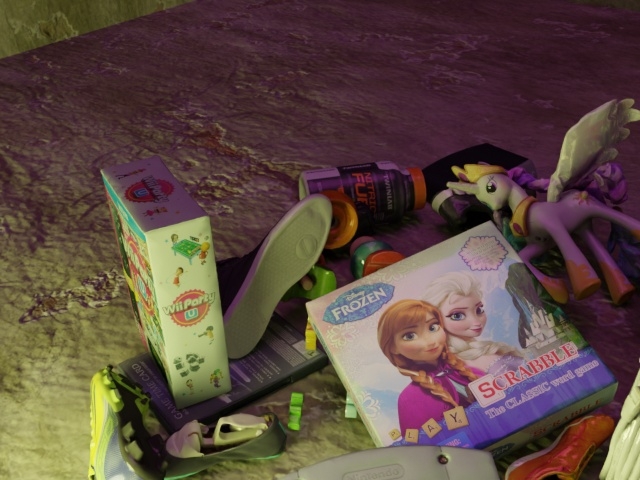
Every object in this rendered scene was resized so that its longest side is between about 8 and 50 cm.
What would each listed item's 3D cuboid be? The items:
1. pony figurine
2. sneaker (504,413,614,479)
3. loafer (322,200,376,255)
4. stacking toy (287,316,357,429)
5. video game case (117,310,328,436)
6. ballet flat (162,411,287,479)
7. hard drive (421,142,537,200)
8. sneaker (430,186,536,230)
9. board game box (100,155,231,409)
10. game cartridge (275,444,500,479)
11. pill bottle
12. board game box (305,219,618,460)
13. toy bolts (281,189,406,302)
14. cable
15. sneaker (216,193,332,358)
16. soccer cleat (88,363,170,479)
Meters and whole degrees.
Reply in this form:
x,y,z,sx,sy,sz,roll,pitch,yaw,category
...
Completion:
x,y,z,sx,sy,sz,roll,pitch,yaw,category
0.452,-0.058,1.476,0.351,0.303,0.363,-19,52,-22,pony figurine
0.322,0.290,1.066,0.175,0.064,0.067,-32,38,-15,sneaker
0.000,0.000,1.565,0.223,0.078,0.076,-22,28,2,loafer
0.048,0.207,1.225,0.167,0.052,0.221,6,41,4,stacking toy
-0.154,0.196,1.296,0.274,0.026,0.196,-23,37,-29,video game case
-0.148,0.273,1.123,0.203,0.074,0.074,-8,31,-9,ballet flat
0.337,-0.142,1.795,0.254,0.054,0.172,-24,37,-32,hard drive
0.343,-0.060,1.642,0.234,0.078,0.106,-7,46,-22,sneaker
-0.225,0.058,1.211,0.097,0.303,0.224,-17,33,-22,board game box
0.074,0.340,0.941,0.297,0.062,0.198,-7,52,-8,game cartridge
0.086,-0.091,1.654,0.245,0.130,0.130,-8,31,-9,pill bottle
0.186,0.155,1.153,0.318,0.066,0.318,-24,52,-10,board game box
0.034,0.007,1.453,0.228,0.218,0.158,9,18,-17,toy bolts
0.423,0.208,1.010,0.089,0.257,0.257,19,36,23,cable
-0.104,0.033,1.324,0.296,0.104,0.147,-56,39,-1,sneaker
-0.285,0.268,1.120,0.121,0.093,0.289,-52,29,3,soccer cleat
